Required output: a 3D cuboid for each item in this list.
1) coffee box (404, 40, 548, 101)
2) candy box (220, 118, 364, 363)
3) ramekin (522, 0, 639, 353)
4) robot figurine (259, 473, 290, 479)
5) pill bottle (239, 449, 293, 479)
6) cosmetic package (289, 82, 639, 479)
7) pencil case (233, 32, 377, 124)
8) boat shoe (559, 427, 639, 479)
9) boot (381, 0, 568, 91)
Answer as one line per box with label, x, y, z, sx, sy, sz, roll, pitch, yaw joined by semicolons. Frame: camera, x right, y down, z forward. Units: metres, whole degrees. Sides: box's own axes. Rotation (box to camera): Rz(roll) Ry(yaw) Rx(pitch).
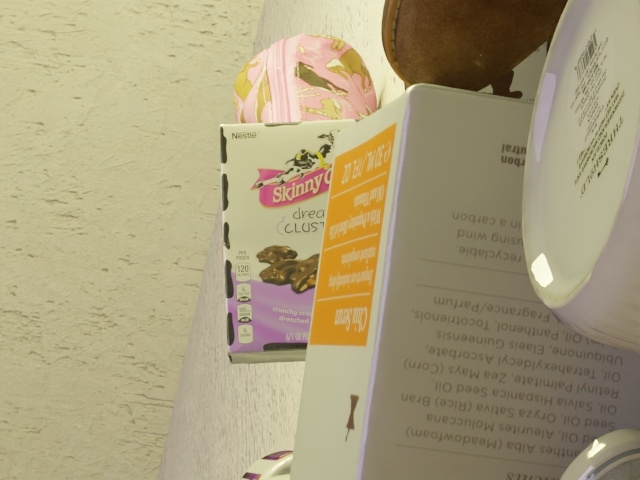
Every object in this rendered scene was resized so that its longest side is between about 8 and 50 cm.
coffee box;0.103;-0.204;1.204;0.141;0.098;0.247;-94;1;-51
candy box;0.000;0.000;1.485;0.070;0.164;0.196;92;175;-78
ramekin;0.168;-0.041;0.804;0.207;0.109;0.207;-172;90;-81
robot figurine;-0.016;0.325;1.398;0.173;0.209;0.278;35;-121;-68
pill bottle;-0.025;0.254;1.690;0.193;0.108;0.108;149;129;-78
cosmetic package;0.073;0.154;1.032;0.230;0.161;0.453;159;119;-79
pencil case;-0.006;-0.060;1.716;0.386;0.160;0.167;-97;26;-60
boat shoe;0.145;0.205;0.848;0.081;0.079;0.228;-127;41;-64
boot;0.139;-0.167;0.908;0.305;0.112;0.115;-47;38;32
